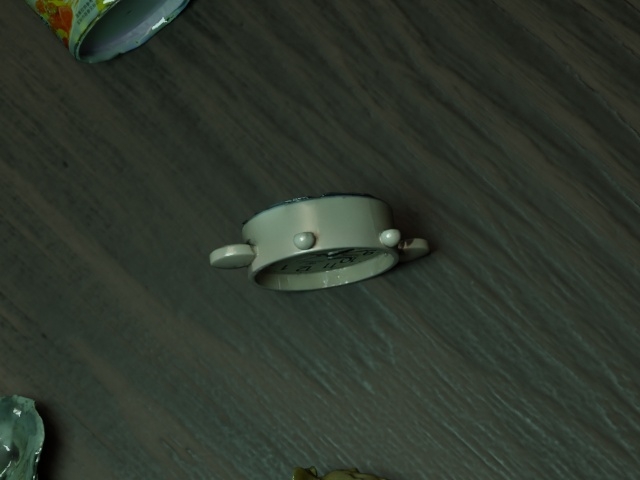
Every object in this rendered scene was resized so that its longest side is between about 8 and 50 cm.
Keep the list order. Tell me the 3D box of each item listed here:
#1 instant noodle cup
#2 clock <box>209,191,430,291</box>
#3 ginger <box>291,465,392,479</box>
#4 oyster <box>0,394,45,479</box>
[{"bbox_3d":[-0.230,-0.291,1.894,0.205,0.205,0.153,-36,82,3],"label":"instant noodle cup"},{"bbox_3d":[0.000,0.000,1.772,0.229,0.155,0.063,-4,73,-21],"label":"clock"},{"bbox_3d":[0.025,0.312,1.721,0.122,0.115,0.193,4,88,-1],"label":"ginger"},{"bbox_3d":[-0.344,0.289,1.823,0.199,0.087,0.252,-24,64,17],"label":"oyster"}]
